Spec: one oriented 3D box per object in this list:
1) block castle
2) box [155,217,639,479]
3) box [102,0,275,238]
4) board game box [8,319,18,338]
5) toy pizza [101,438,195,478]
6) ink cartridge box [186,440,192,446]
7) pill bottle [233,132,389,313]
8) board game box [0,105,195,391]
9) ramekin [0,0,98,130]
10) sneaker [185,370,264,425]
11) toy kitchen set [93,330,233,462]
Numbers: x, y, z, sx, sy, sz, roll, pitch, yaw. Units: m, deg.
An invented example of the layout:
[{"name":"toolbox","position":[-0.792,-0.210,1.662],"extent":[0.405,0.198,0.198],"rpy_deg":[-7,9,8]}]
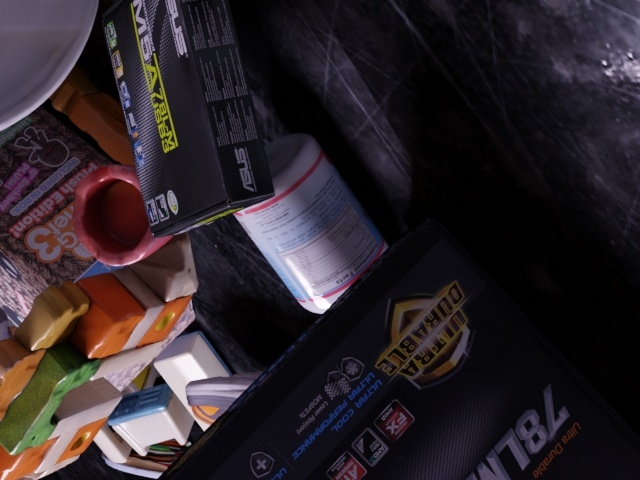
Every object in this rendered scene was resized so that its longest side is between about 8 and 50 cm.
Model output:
[{"name":"block castle","position":[-0.324,0.048,1.506],"extent":[0.303,0.453,0.213],"rpy_deg":[42,-158,14]},{"name":"box","position":[0.077,0.186,1.238],"extent":[0.293,0.295,0.073],"rpy_deg":[47,160,-3]},{"name":"box","position":[-0.105,-0.107,1.268],"extent":[0.184,0.045,0.190],"rpy_deg":[164,93,-68]},{"name":"board game box","position":[-0.322,0.071,1.866],"extent":[0.136,0.201,0.035],"rpy_deg":[39,158,16]},{"name":"toy pizza","position":[-0.165,0.262,2.025],"extent":[0.201,0.032,0.201],"rpy_deg":[7,-179,0]},{"name":"ink cartridge box","position":[-0.205,0.306,2.277],"extent":[0.235,0.056,0.171],"rpy_deg":[39,158,10]},{"name":"pill bottle","position":[0.000,0.000,1.322],"extent":[0.087,0.087,0.160],"rpy_deg":[7,137,57]},{"name":"board game box","position":[-0.290,-0.007,1.751],"extent":[0.291,0.141,0.232],"rpy_deg":[37,157,19]},{"name":"ramekin","position":[-0.311,-0.206,1.291],"extent":[0.273,0.273,0.127],"rpy_deg":[50,169,-11]},{"name":"sneaker","position":[-0.040,0.222,1.643],"extent":[0.321,0.125,0.180],"rpy_deg":[-2,92,62]},{"name":"toy kitchen set","position":[-0.186,0.146,1.951],"extent":[0.207,0.166,0.122],"rpy_deg":[-19,121,25]}]
